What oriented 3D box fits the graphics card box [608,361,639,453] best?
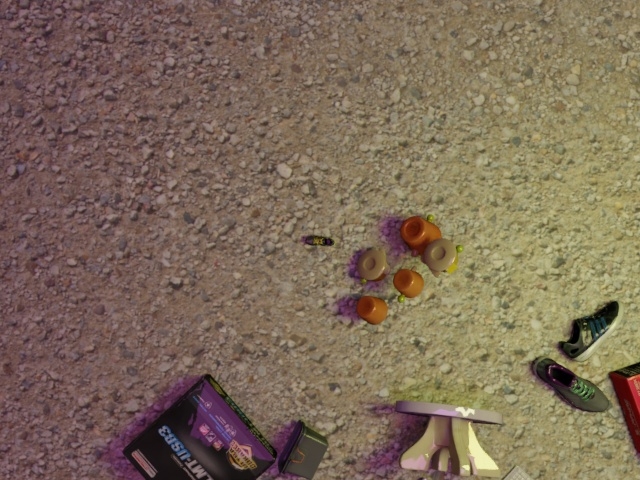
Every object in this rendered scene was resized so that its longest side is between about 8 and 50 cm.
[{"bbox_3d":[0.995,0.405,1.485,0.370,0.094,0.233,-18,87,-2],"label":"graphics card box"}]

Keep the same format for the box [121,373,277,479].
[{"bbox_3d":[-0.318,0.565,1.491,0.293,0.073,0.295,-41,87,-3],"label":"box"}]

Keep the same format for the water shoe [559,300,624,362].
[{"bbox_3d":[0.729,0.231,1.503,0.080,0.073,0.203,38,87,4],"label":"water shoe"}]

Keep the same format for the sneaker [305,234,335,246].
[{"bbox_3d":[0.000,0.000,1.532,0.083,0.035,0.031,2,87,0],"label":"sneaker"}]

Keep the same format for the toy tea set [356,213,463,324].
[{"bbox_3d":[0.222,0.084,1.494,0.336,0.124,0.200,-39,53,16],"label":"toy tea set"}]

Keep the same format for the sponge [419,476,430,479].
[{"bbox_3d":[0.266,0.743,1.457,0.117,0.031,0.210,34,65,7],"label":"sponge"}]

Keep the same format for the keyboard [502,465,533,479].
[{"bbox_3d":[0.469,0.723,1.510,0.072,0.014,0.256,43,88,2],"label":"keyboard"}]

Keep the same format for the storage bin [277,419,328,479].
[{"bbox_3d":[-0.041,0.563,1.483,0.091,0.098,0.135,26,88,-9],"label":"storage bin"}]

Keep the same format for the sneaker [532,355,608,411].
[{"bbox_3d":[0.672,0.393,1.482,0.223,0.098,0.083,31,88,2],"label":"sneaker"}]

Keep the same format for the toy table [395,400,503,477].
[{"bbox_3d":[0.325,0.505,1.423,0.274,0.252,0.161,3,70,9],"label":"toy table"}]
